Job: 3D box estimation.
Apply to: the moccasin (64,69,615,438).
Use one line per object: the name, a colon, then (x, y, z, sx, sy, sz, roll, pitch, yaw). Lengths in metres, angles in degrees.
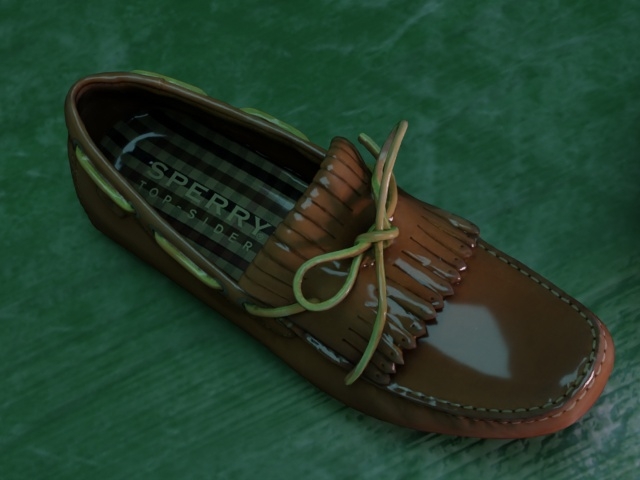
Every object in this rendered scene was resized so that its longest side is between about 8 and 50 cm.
moccasin: (0.002, -0.002, 0.871, 0.380, 0.147, 0.139, 34, 73, 23)
